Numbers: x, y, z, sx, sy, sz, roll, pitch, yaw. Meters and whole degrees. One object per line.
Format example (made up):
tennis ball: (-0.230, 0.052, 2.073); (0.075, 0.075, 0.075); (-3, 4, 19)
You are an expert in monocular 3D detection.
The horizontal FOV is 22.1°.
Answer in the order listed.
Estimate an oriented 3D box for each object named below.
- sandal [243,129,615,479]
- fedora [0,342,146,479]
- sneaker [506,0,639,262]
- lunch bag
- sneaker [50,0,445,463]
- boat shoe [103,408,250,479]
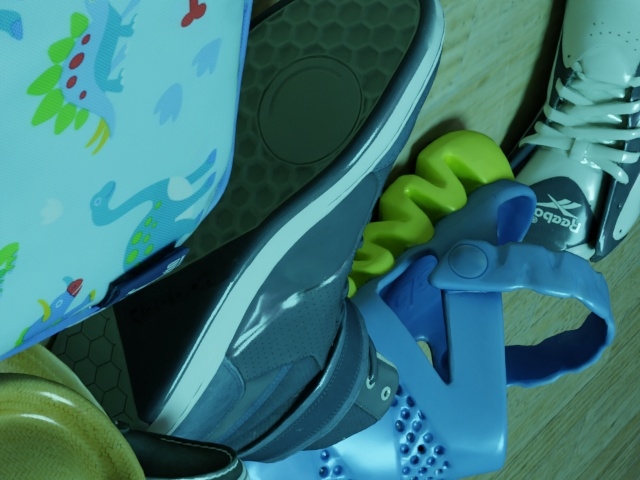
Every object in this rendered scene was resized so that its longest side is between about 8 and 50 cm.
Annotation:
sandal: (0.040, 0.076, 0.838); (0.317, 0.138, 0.126); (-48, 156, -24)
fedora: (-0.109, 0.100, 0.493); (0.079, 0.194, 0.194); (-26, -174, 43)
sneaker: (0.160, -0.060, 0.979); (0.153, 0.094, 0.235); (-61, 169, -21)
lunch bag: (-0.095, -0.066, 0.446); (0.176, 0.090, 0.219); (-29, 141, -47)
sneaker: (-0.002, 0.000, 0.699); (0.226, 0.086, 0.163); (-54, 148, 8)
boat shoe: (-0.093, 0.082, 0.596); (0.142, 0.049, 0.040); (1, 112, -18)
